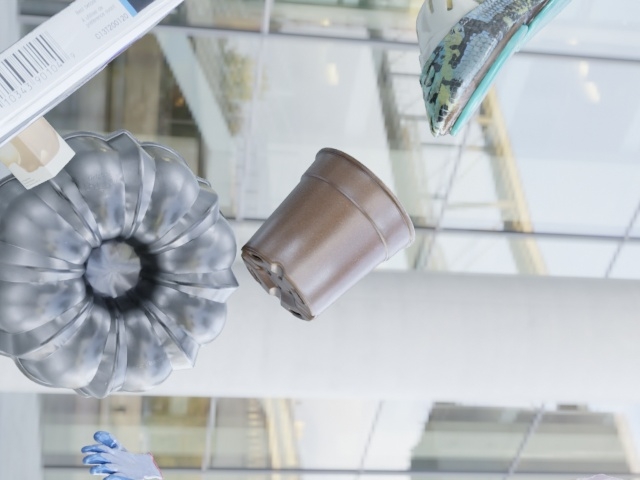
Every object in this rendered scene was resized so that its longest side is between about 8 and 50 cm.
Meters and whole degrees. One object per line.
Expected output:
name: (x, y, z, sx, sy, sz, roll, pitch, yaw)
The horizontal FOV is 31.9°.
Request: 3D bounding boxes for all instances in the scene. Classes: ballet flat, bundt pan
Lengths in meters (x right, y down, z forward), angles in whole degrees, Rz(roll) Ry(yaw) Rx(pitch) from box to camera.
ballet flat: (0.088, -0.121, 0.619, 0.188, 0.070, 0.070, -47, 157, -44)
bundt pan: (-0.240, 0.037, 1.309, 0.124, 0.331, 0.331, -161, -106, -65)

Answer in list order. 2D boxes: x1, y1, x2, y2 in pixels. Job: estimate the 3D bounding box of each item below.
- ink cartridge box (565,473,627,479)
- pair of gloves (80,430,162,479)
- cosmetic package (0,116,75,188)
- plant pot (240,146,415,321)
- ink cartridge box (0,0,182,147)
ink cartridge box: (0.356, 0.424, 1.225, 0.384, 0.160, 0.279, 163, -77, -73)
pair of gloves: (-0.259, 0.354, 1.591, 0.159, 0.023, 0.198, 22, 31, -58)
cosmetic package: (-0.315, -0.113, 1.153, 0.060, 0.115, 0.041, -19, -151, 45)
plant pot: (0.000, 0.000, 1.383, 0.165, 0.167, 0.167, -44, 177, -17)
ink cartridge box: (-0.194, -0.113, 0.776, 0.206, 0.045, 0.208, -47, -166, -32)
